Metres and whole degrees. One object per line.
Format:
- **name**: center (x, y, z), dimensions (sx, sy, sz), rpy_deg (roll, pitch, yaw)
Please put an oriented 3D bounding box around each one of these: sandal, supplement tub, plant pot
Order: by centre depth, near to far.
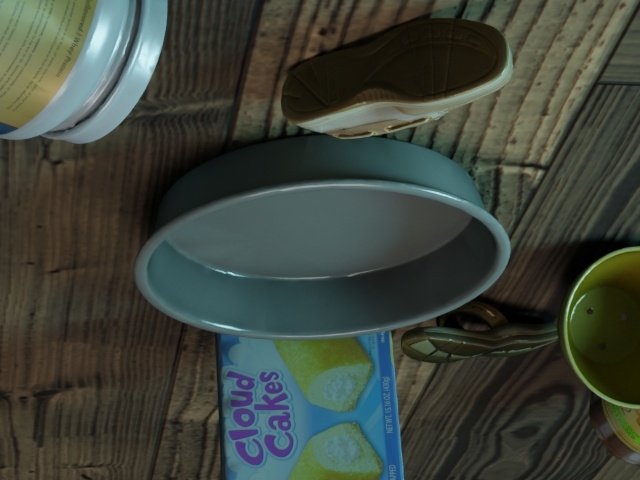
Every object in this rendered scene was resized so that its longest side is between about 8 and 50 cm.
- **supplement tub**: center (-0.200, -0.139, 1.086), dimensions (0.199, 0.144, 0.144), rpy_deg (19, 146, -39)
- **plant pot**: center (0.255, 0.072, 1.649), dimensions (0.134, 0.134, 0.095), rpy_deg (2, 179, -12)
- **sandal**: center (0.138, 0.077, 1.720), dimensions (0.180, 0.049, 0.072), rpy_deg (-2, 165, -41)

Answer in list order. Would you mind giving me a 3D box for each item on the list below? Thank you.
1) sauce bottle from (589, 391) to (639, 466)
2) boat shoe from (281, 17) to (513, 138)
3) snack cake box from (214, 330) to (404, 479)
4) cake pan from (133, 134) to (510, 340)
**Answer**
- **sauce bottle**: center (0.362, 0.098, 1.720), dimensions (0.111, 0.111, 0.344), rpy_deg (7, 151, -21)
- **boat shoe**: center (0.058, -0.105, 1.303), dimensions (0.170, 0.063, 0.059), rpy_deg (-8, 159, 31)
- **snack cake box**: center (-0.011, 0.181, 1.654), dimensions (0.152, 0.264, 0.089), rpy_deg (-2, 154, -6)
- **cake pan**: center (0.000, 0.000, 1.519), dimensions (0.293, 0.054, 0.293), rpy_deg (-3, 155, -2)
